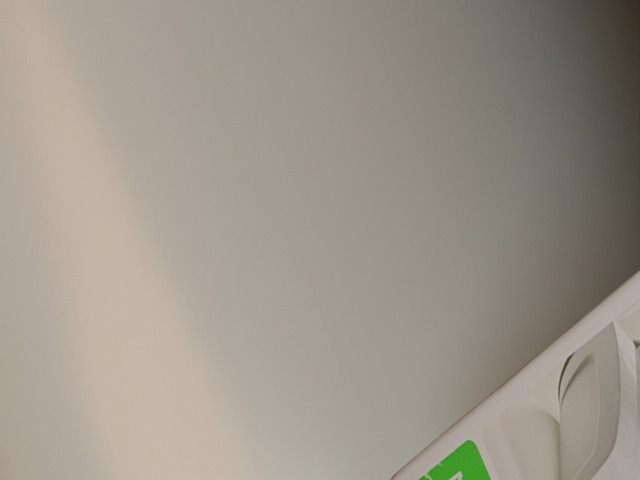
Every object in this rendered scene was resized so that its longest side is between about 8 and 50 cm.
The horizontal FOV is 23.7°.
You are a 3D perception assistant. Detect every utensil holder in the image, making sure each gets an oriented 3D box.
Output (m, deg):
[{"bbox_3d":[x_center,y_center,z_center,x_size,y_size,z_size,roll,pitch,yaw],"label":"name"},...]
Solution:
[{"bbox_3d":[0.000,0.000,0.609,0.327,0.327,0.386,-42,65,56],"label":"utensil holder"}]

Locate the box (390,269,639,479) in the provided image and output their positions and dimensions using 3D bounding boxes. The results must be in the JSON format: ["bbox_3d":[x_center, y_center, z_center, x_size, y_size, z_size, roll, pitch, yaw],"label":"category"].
[{"bbox_3d":[0.189,0.035,0.360,0.231,0.262,0.127,-50,58,52],"label":"box"}]
